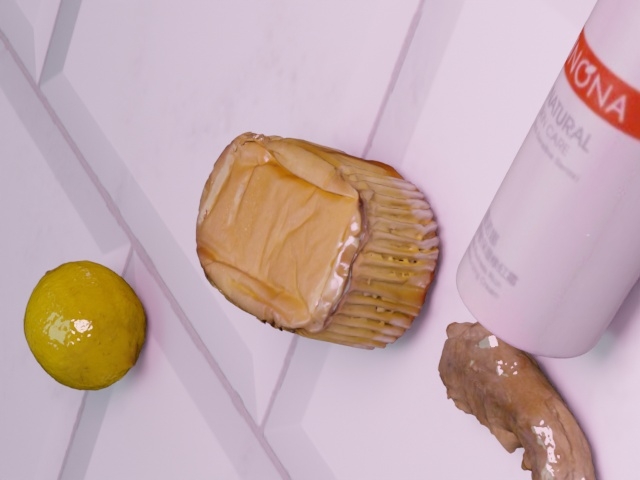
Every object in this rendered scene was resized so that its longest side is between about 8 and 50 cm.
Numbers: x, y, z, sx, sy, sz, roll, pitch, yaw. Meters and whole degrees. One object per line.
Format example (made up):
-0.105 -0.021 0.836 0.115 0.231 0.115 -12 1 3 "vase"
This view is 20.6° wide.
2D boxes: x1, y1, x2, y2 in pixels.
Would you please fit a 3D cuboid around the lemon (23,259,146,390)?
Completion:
-0.213 0.075 1.587 0.133 0.109 0.109 46 128 30 "lemon"

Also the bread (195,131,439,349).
0.000 0.000 1.251 0.190 0.114 0.132 30 104 45 "bread"

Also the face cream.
0.185 -0.089 0.965 0.102 0.102 0.345 59 136 41 "face cream"

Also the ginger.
0.124 0.112 1.099 0.173 0.051 0.069 62 141 42 "ginger"
